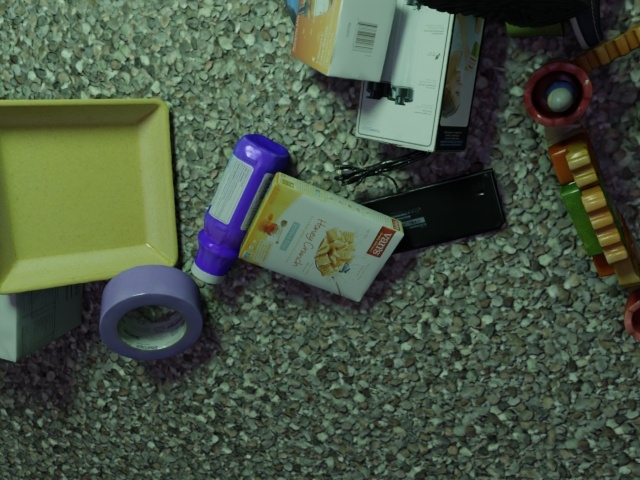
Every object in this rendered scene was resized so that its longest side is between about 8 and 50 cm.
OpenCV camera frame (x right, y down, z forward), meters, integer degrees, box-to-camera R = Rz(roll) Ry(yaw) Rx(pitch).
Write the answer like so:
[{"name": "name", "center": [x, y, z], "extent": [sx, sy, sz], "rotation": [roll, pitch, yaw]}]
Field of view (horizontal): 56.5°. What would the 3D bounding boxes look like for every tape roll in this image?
[{"name": "tape roll", "center": [-0.324, 0.141, 1.147], "extent": [0.189, 0.080, 0.189], "rotation": [-9, 132, -10]}]

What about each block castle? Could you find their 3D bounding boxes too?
[{"name": "block castle", "center": [0.494, -0.090, 0.811], "extent": [0.303, 0.213, 0.453], "rotation": [-22, 105, 30]}]

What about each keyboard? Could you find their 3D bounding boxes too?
[{"name": "keyboard", "center": [0.142, -0.069, 1.032], "extent": [0.317, 0.033, 0.201], "rotation": [-14, 121, 17]}]

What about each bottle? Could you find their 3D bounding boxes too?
[{"name": "bottle", "center": [-0.154, -0.053, 1.087], "extent": [0.092, 0.118, 0.283], "rotation": [29, 109, 5]}]

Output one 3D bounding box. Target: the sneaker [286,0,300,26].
[{"name": "sneaker", "center": [-0.018, -0.457, 0.979], "extent": [0.082, 0.069, 0.209], "rotation": [1, 103, 12]}]

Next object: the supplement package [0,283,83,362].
[{"name": "supplement package", "center": [-0.626, 0.120, 1.208], "extent": [0.194, 0.203, 0.149], "rotation": [12, 107, 12]}]

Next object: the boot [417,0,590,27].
[{"name": "boot", "center": [0.200, -0.514, 0.721], "extent": [0.146, 0.367, 0.445], "rotation": [-3, 94, 39]}]

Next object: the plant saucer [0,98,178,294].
[{"name": "plant saucer", "center": [-0.445, -0.090, 1.101], "extent": [0.333, 0.081, 0.333], "rotation": [-8, 105, -29]}]

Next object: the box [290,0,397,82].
[{"name": "box", "center": [0.031, -0.331, 0.927], "extent": [0.091, 0.170, 0.130], "rotation": [-1, 115, -24]}]

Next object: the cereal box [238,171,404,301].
[{"name": "cereal box", "center": [0.000, 0.000, 1.035], "extent": [0.240, 0.047, 0.173], "rotation": [21, 123, -14]}]

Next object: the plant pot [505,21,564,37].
[{"name": "plant pot", "center": [0.328, -0.346, 0.916], "extent": [0.079, 0.083, 0.083], "rotation": [-3, 103, 28]}]

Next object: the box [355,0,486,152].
[{"name": "box", "center": [0.156, -0.291, 0.927], "extent": [0.169, 0.087, 0.290], "rotation": [19, 110, 44]}]

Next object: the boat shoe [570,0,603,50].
[{"name": "boat shoe", "center": [0.394, -0.413, 0.872], "extent": [0.079, 0.095, 0.254], "rotation": [-8, 92, 28]}]
